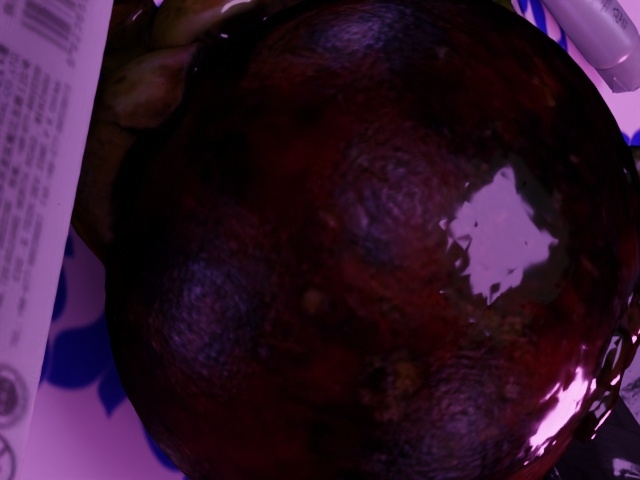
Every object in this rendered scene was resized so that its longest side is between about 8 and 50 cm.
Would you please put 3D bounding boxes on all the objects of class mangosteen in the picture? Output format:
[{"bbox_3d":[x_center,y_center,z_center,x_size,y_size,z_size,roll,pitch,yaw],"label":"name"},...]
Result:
[{"bbox_3d":[0.000,0.000,0.878,0.306,0.359,0.306,-57,160,-34],"label":"mangosteen"}]

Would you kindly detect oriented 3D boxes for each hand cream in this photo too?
[{"bbox_3d":[0.209,-0.207,1.340,0.205,0.050,0.078,48,58,-29],"label":"hand cream"}]

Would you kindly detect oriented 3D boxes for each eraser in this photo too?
[{"bbox_3d":[-0.183,0.012,0.746,0.098,0.096,0.404,32,58,-46],"label":"eraser"}]

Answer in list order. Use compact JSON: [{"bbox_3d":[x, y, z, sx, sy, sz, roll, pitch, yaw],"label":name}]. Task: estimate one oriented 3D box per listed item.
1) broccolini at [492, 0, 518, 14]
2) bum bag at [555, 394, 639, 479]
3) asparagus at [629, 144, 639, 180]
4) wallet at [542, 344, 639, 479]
[{"bbox_3d":[0.131,-0.172,1.210,0.074,0.058,0.201,51,52,-38],"label":"broccolini"},{"bbox_3d":[0.201,0.143,1.137,0.142,0.079,0.326,21,40,-60],"label":"bum bag"},{"bbox_3d":[0.300,0.110,1.342,0.128,0.108,0.382,-21,97,-57],"label":"asparagus"},{"bbox_3d":[0.274,0.129,1.262,0.244,0.025,0.124,-40,100,-16],"label":"wallet"}]
